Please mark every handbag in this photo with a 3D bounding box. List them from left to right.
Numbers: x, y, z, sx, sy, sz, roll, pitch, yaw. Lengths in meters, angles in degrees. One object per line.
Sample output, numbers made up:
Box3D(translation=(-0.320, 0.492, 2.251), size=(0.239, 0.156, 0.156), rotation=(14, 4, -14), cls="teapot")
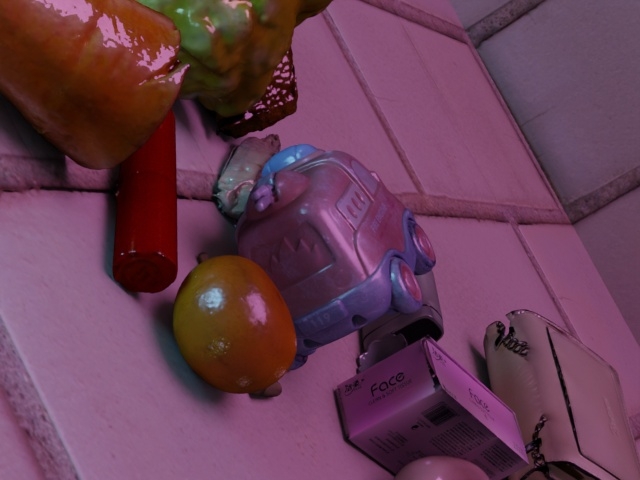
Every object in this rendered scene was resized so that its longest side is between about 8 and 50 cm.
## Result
Box3D(translation=(0.377, 0.302, 2.568), size=(0.237, 0.160, 0.358), rotation=(41, 25, -28), cls="handbag")

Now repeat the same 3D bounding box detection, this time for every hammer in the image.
Box3D(translation=(-0.096, 0.098, 1.915), size=(0.195, 0.028, 0.060), rotation=(64, 15, 18), cls="hammer")

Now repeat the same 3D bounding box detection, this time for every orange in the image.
Box3D(translation=(-0.097, 0.094, 1.775), size=(0.156, 0.124, 0.156), rotation=(62, 2, -4), cls="orange")

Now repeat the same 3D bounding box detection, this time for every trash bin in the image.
Box3D(translation=(0.112, 0.103, 2.272), size=(0.059, 0.116, 0.130), rotation=(48, 22, -30), cls="trash bin")

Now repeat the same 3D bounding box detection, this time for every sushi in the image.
Box3D(translation=(-0.116, -0.263, 2.242), size=(0.149, 0.140, 0.287), rotation=(95, -17, -52), cls="sushi")

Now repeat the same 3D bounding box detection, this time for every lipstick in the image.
Box3D(translation=(-0.196, -0.054, 1.828), size=(0.073, 0.073, 0.279), rotation=(46, 23, -33), cls="lipstick")

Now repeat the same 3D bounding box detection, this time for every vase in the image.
Box3D(translation=(0.121, 0.204, 2.214), size=(0.148, 0.081, 0.081), rotation=(52, 20, -30), cls="vase")

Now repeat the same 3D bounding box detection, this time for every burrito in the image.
Box3D(translation=(-0.094, -0.090, 2.158), size=(0.229, 0.063, 0.058), rotation=(-70, 166, -57), cls="burrito")

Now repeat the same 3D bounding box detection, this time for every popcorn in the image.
Box3D(translation=(-0.150, -0.350, 2.038), size=(0.334, 0.292, 0.293), rotation=(36, 39, -24), cls="popcorn")

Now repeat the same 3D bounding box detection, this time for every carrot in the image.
Box3D(translation=(-0.292, -0.208, 1.678), size=(0.254, 0.196, 0.196), rotation=(30, 34, -41), cls="carrot")

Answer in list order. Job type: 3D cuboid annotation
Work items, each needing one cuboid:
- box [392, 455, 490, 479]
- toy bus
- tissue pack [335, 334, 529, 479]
Box3D(translation=(0.157, 0.345, 2.035), size=(0.200, 0.088, 0.146), rotation=(18, 64, -57), cls="box")
Box3D(translation=(0.000, 0.000, 2.011), size=(0.232, 0.197, 0.294), rotation=(59, 21, -13), cls="toy bus")
Box3D(translation=(0.147, 0.242, 2.113), size=(0.246, 0.148, 0.092), rotation=(42, 25, -44), cls="tissue pack")
